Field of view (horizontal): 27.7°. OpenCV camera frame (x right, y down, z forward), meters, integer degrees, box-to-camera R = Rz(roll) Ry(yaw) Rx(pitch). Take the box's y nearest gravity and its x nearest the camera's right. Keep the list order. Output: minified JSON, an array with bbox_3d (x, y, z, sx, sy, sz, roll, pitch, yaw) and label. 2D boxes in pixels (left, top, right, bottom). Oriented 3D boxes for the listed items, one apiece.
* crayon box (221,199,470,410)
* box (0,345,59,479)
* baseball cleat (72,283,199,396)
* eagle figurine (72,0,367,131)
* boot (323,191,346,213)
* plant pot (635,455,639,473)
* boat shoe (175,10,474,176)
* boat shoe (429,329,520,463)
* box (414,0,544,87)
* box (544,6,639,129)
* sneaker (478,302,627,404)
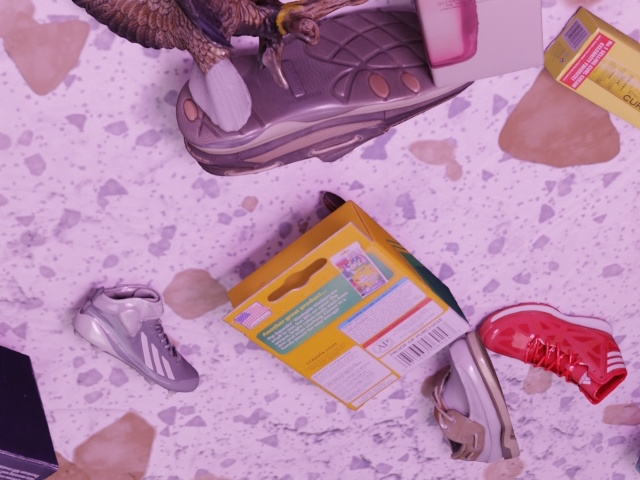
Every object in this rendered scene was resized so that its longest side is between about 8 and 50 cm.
[{"bbox_3d":[0.029,0.079,1.667,0.203,0.083,0.323,-37,139,12],"label":"crayon box"},{"bbox_3d":[-0.548,0.241,1.518,0.312,0.179,0.343,-38,143,17],"label":"box"},{"bbox_3d":[-0.215,0.125,1.666,0.206,0.072,0.109,32,105,-38],"label":"baseball cleat"},{"bbox_3d":[-0.143,-0.273,1.316,0.298,0.225,0.226,18,130,-40],"label":"eagle figurine"},{"bbox_3d":[0.000,0.000,1.663,0.114,0.037,0.106,-36,126,17],"label":"boot"},{"bbox_3d":[0.654,0.315,1.983,0.290,0.290,0.195,34,75,-35],"label":"plant pot"},{"bbox_3d":[0.007,-0.165,1.497,0.355,0.132,0.130,-13,155,-10],"label":"boat shoe"},{"bbox_3d":[0.211,0.238,1.841,0.103,0.113,0.302,-17,140,5],"label":"boat shoe"},{"bbox_3d":[0.154,-0.283,1.352,0.127,0.148,0.232,-12,158,6],"label":"box"},{"bbox_3d":[0.387,-0.197,1.614,0.232,0.058,0.087,25,117,-31],"label":"box"},{"bbox_3d":[0.338,0.161,1.829,0.221,0.128,0.087,3,125,-20],"label":"sneaker"}]
